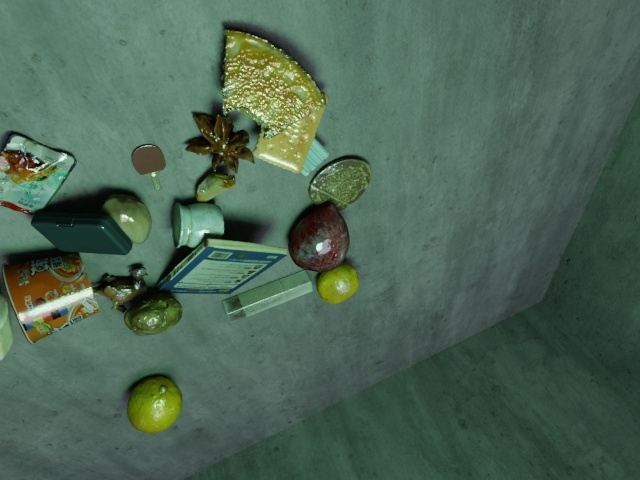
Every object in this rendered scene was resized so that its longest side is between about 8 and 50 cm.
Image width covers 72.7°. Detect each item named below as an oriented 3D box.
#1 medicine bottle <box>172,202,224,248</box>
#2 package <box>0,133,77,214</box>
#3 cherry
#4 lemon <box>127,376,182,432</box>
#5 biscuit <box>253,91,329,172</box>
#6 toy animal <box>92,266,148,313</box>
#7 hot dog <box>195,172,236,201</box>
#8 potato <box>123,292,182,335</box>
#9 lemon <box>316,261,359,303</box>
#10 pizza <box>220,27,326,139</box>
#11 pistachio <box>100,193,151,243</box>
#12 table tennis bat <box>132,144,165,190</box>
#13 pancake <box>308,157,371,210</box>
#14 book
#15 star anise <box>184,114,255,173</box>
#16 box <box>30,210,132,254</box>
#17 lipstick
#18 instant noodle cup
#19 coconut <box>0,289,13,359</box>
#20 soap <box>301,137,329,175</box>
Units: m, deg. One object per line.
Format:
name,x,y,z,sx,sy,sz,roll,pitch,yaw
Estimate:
medicine bottle,-0.393,-0.046,1.378,0.143,0.147,0.147,0,132,-28
package,-0.756,-0.160,1.117,0.232,0.040,0.166,-43,140,16
cherry,0.000,0.000,1.636,0.230,0.203,0.300,6,122,-20
lemon,-0.729,0.724,1.915,0.236,0.236,0.263,0,111,-32
biscuit,-0.084,-0.334,1.260,0.160,0.030,0.250,20,97,-21
toy animal,-0.680,0.153,1.462,0.188,0.089,0.179,9,122,-38
hot dog,-0.326,-0.177,1.343,0.169,0.061,0.078,-21,150,25
potato,-0.583,0.260,1.525,0.191,0.141,0.296,-16,179,-19
lemon,0.074,0.188,1.905,0.207,0.170,0.170,-36,141,12
pizza,-0.149,-0.401,1.159,0.323,0.089,0.223,29,101,-25
pistachio,-0.563,-0.063,1.272,0.124,0.124,0.185,-19,140,-14
table tennis bat,-0.488,-0.209,1.256,0.087,0.013,0.156,-20,138,-17
pancake,0.079,-0.204,1.599,0.250,0.031,0.250,-17,139,-15
book,-0.350,0.105,1.520,0.300,0.039,0.428,8,151,-40
star anise,-0.277,-0.280,1.236,0.196,0.111,0.212,11,159,-16
box,-0.664,-0.018,1.220,0.230,0.050,0.160,3,147,10
lipstick,-0.219,0.234,1.835,0.371,0.080,0.076,-20,139,-12
instant noodle cup,-0.786,0.155,1.286,0.192,0.250,0.250,-20,141,-29
coconut,-1.024,0.256,1.244,0.239,0.239,0.244,-3,131,-30
soap,-0.071,-0.302,1.377,0.114,0.063,0.198,-39,140,11
